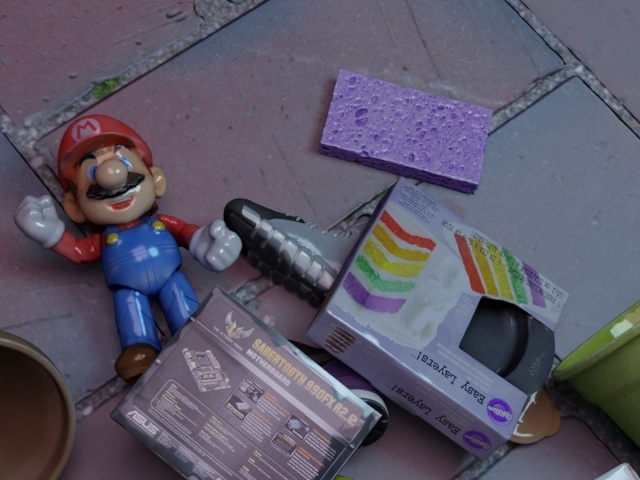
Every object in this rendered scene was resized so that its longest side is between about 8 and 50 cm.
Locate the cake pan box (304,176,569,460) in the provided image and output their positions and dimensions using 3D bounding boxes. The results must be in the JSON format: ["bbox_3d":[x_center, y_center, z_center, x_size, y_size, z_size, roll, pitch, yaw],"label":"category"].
[{"bbox_3d":[0.143,0.089,1.602,0.267,0.070,0.246,36,51,-4],"label":"cake pan box"}]

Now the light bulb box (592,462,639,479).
[{"bbox_3d":[0.158,0.427,1.339,0.361,0.358,0.225,-24,71,-15],"label":"light bulb box"}]

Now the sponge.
[{"bbox_3d":[0.112,-0.140,1.785,0.210,0.031,0.117,15,64,1],"label":"sponge"}]

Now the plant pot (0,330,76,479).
[{"bbox_3d":[-0.392,0.190,1.500,0.237,0.237,0.110,-20,28,-15],"label":"plant pot"}]

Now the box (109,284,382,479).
[{"bbox_3d":[-0.080,0.188,1.482,0.231,0.056,0.183,37,80,4],"label":"box"}]

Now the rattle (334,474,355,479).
[{"bbox_3d":[0.023,0.363,1.536,0.130,0.142,0.200,0,77,29],"label":"rattle"}]

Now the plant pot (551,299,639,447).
[{"bbox_3d":[0.446,0.174,1.566,0.276,0.276,0.254,-33,84,-20],"label":"plant pot"}]

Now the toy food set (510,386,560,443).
[{"bbox_3d":[0.238,0.201,1.643,0.083,0.020,0.083,-22,69,-15],"label":"toy food set"}]

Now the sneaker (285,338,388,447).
[{"bbox_3d":[-0.067,0.176,1.594,0.283,0.107,0.124,-1,41,-3],"label":"sneaker"}]

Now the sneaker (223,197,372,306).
[{"bbox_3d":[0.000,0.000,1.685,0.228,0.086,0.132,39,61,1],"label":"sneaker"}]

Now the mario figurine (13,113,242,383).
[{"bbox_3d":[-0.222,-0.004,1.601,0.198,0.170,0.321,-7,69,-48],"label":"mario figurine"}]
